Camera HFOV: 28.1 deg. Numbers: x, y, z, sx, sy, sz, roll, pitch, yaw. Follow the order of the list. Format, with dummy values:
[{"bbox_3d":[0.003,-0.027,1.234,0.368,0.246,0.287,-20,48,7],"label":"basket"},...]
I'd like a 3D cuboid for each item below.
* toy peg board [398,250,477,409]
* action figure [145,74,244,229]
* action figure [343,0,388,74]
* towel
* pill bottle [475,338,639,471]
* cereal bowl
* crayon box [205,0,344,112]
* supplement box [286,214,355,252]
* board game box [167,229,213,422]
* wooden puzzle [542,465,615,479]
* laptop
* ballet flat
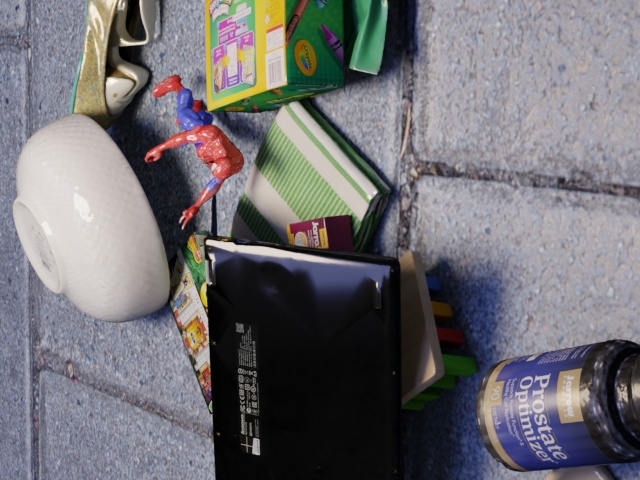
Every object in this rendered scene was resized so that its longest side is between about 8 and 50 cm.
[{"bbox_3d":[0.109,0.124,1.544,0.161,0.079,0.161,-43,46,45],"label":"toy peg board"},{"bbox_3d":[-0.192,-0.123,1.768,0.139,0.091,0.280,-43,32,0],"label":"action figure"},{"bbox_3d":[0.060,-0.324,1.541,0.137,0.063,0.232,26,110,48],"label":"action figure"},{"bbox_3d":[-0.032,-0.006,1.721,0.248,0.038,0.325,50,131,36],"label":"towel"},{"bbox_3d":[0.273,0.165,1.289,0.219,0.122,0.123,-19,80,49],"label":"pill bottle"},{"bbox_3d":[-0.376,-0.018,1.978,0.339,0.141,0.339,42,146,37],"label":"cereal bowl"},{"bbox_3d":[-0.065,-0.261,1.634,0.278,0.081,0.165,177,92,-65],"label":"crayon box"},{"bbox_3d":[0.000,0.000,1.612,0.083,0.043,0.055,-12,85,52],"label":"supplement box"},{"bbox_3d":[-0.164,0.130,1.908,0.136,0.030,0.260,-44,61,42],"label":"board game box"},{"bbox_3d":[0.276,0.456,1.358,0.348,0.080,0.322,57,134,29],"label":"wooden puzzle"},{"bbox_3d":[-0.029,0.161,1.638,0.407,0.236,0.382,7,107,30],"label":"laptop"},{"bbox_3d":[-0.315,-0.299,1.987,0.123,0.123,0.349,36,124,43],"label":"ballet flat"}]
